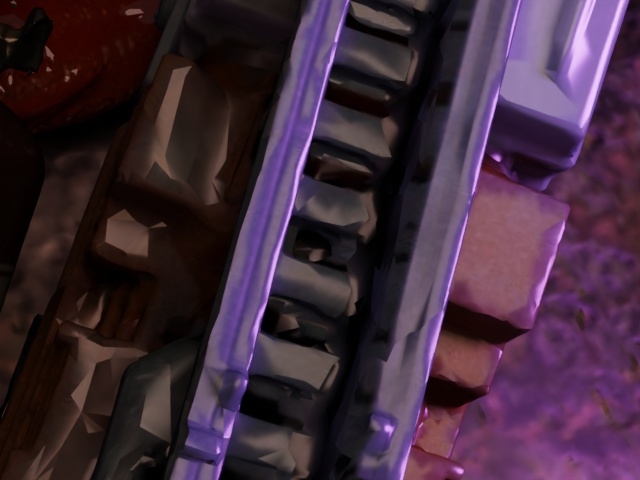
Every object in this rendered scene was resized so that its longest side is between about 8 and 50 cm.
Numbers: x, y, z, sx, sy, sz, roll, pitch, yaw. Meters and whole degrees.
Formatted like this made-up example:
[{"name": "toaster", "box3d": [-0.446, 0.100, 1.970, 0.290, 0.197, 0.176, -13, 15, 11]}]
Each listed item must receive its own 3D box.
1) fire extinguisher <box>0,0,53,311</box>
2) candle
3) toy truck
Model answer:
[{"name": "fire extinguisher", "box3d": [-0.123, 0.017, 0.480, 0.071, 0.099, 0.231, 18, 87, -11]}, {"name": "candle", "box3d": [-0.153, -0.033, 0.540, 0.329, 0.048, 0.051, -21, 82, -21]}, {"name": "toy truck", "box3d": [0.000, 0.000, 0.460, 0.133, 0.184, 0.338, 21, 78, -6]}]
